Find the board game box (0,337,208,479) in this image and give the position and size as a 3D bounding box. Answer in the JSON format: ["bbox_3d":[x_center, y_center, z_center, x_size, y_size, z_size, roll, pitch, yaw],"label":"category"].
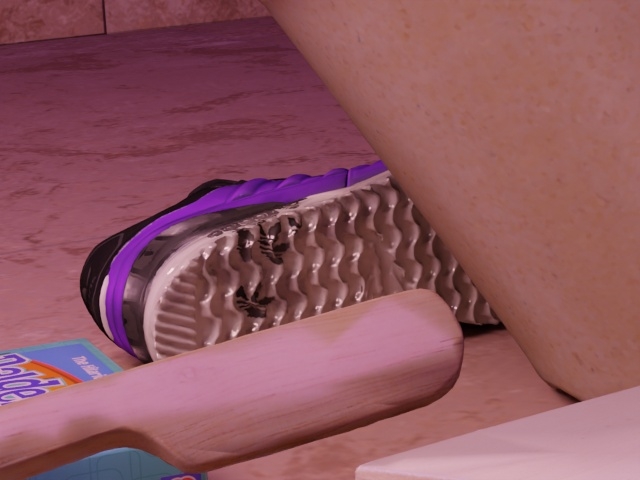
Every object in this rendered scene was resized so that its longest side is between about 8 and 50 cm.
[{"bbox_3d":[-0.169,0.093,0.694,0.210,0.047,0.160,-8,14,-24],"label":"board game box"}]

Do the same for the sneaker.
[{"bbox_3d":[0.000,-0.001,0.945,0.293,0.102,0.146,-12,15,-35],"label":"sneaker"}]

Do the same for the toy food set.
[{"bbox_3d":[0.003,0.102,0.271,0.132,0.038,0.192,-13,52,-18],"label":"toy food set"}]

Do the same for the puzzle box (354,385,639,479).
[{"bbox_3d":[0.246,0.066,0.558,0.409,0.052,0.272,-9,5,-42],"label":"puzzle box"}]

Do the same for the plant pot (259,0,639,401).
[{"bbox_3d":[0.132,-0.105,0.791,0.334,0.305,0.334,-28,11,6],"label":"plant pot"}]
